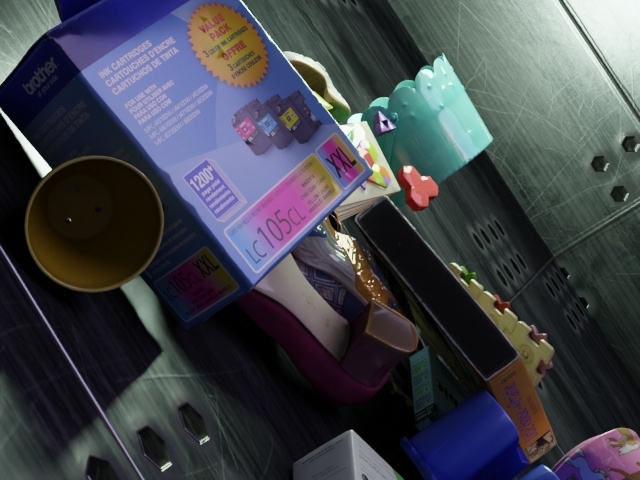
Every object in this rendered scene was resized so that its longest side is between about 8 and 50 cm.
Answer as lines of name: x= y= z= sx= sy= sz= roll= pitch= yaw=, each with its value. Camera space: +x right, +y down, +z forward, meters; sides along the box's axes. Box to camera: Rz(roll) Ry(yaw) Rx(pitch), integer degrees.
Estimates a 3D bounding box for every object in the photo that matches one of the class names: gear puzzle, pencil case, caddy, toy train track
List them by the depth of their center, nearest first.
caddy: x=0.215 y=0.343 z=1.684 sx=0.241 sy=0.179 sz=0.341 roll=53 pitch=-1 yaw=22
pencil case: x=0.471 y=0.442 z=1.756 sx=0.386 sy=0.160 sz=0.167 roll=54 pitch=-9 yaw=34
toy train track: x=0.112 y=0.222 z=1.908 sx=0.083 sy=0.014 sz=0.048 roll=49 pitch=11 yaw=-39
gear puzzle: x=0.242 y=0.137 z=2.104 sx=0.044 sy=0.176 sz=0.339 roll=-12 pitch=43 yaw=-41

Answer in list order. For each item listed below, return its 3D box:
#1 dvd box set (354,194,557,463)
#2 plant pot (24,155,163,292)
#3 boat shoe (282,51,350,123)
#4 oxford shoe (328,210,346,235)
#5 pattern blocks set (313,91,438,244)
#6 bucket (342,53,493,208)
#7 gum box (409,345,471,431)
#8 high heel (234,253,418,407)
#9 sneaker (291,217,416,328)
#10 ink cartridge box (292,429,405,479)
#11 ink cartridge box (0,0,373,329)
dvd box set: x=0.202 y=0.139 z=1.855 sx=0.308 sy=0.062 sz=0.420 roll=52 pitch=-2 yaw=28
plant pot: x=-0.231 y=-0.025 z=1.284 sx=0.134 sy=0.134 sz=0.095 roll=49 pitch=-6 yaw=-22
boat shoe: x=-0.036 y=-0.276 z=2.260 sx=0.096 sy=0.098 sz=0.277 roll=63 pitch=10 yaw=21
oxford shoe: x=0.000 y=0.000 z=1.852 sx=0.097 sy=0.098 sz=0.271 roll=57 pitch=19 yaw=3
pattern blocks set: x=0.047 y=-0.116 z=2.094 sx=0.285 sy=0.026 sz=0.325 roll=53 pitch=42 yaw=-2
bucket: x=0.165 y=-0.190 z=2.355 sx=0.183 sy=0.281 sz=0.281 roll=55 pitch=18 yaw=-4
gum box: x=0.201 y=0.274 z=2.002 sx=0.157 sy=0.041 sz=0.184 roll=49 pitch=18 yaw=-22
high heel: x=-0.075 y=0.086 z=1.601 sx=0.377 sy=0.181 sz=0.127 roll=35 pitch=43 yaw=-8
sneaker: x=-0.003 y=0.051 z=1.697 sx=0.296 sy=0.131 sz=0.112 roll=45 pitch=20 yaw=-11
ink cartridge box: x=0.052 y=0.343 z=1.408 sx=0.160 sy=0.092 sz=0.219 roll=46 pitch=20 yaw=-28
ink cartridge box: x=-0.163 y=-0.141 z=1.424 sx=0.395 sy=0.151 sz=0.270 roll=50 pitch=46 yaw=-5
